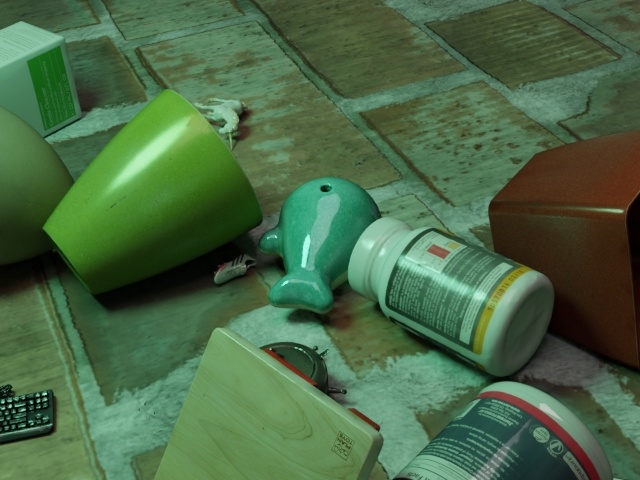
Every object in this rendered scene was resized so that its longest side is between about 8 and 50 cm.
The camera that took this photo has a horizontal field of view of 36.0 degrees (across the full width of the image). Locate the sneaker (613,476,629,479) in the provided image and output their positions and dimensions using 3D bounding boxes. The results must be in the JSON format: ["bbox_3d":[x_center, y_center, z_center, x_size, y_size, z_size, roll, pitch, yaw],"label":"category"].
[{"bbox_3d":[0.398,0.337,1.143,0.208,0.082,0.094,-2,35,22],"label":"sneaker"}]

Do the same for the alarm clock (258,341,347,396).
[{"bbox_3d":[-0.071,0.205,1.380,0.192,0.064,0.129,-20,39,-16],"label":"alarm clock"}]

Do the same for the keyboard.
[{"bbox_3d":[-0.470,0.246,1.393,0.180,0.023,0.108,-10,36,-9],"label":"keyboard"}]

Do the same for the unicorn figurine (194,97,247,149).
[{"bbox_3d":[-0.200,-0.259,2.019,0.111,0.060,0.162,10,39,20],"label":"unicorn figurine"}]

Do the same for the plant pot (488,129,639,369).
[{"bbox_3d":[0.403,-0.006,1.474,0.235,0.267,0.267,8,36,37],"label":"plant pot"}]

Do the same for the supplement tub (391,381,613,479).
[{"bbox_3d":[0.175,0.305,1.092,0.272,0.191,0.191,-39,48,-26],"label":"supplement tub"}]

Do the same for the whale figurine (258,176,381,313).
[{"bbox_3d":[0.000,0.000,1.580,0.216,0.141,0.272,8,39,16],"label":"whale figurine"}]

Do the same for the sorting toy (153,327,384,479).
[{"bbox_3d":[-0.057,0.273,1.153,0.257,0.256,0.089,30,13,34],"label":"sorting toy"}]

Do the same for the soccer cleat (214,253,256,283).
[{"bbox_3d":[-0.142,0.048,1.624,0.035,0.029,0.083,19,37,34],"label":"soccer cleat"}]

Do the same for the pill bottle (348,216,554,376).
[{"bbox_3d":[0.186,0.073,1.447,0.278,0.162,0.162,27,46,35],"label":"pill bottle"}]

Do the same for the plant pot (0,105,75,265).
[{"bbox_3d":[-0.527,-0.073,1.662,0.190,0.284,0.284,21,25,-30],"label":"plant pot"}]

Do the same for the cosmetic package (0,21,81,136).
[{"bbox_3d":[-0.683,-0.274,1.975,0.155,0.197,0.365,24,46,31],"label":"cosmetic package"}]

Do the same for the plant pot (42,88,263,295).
[{"bbox_3d":[-0.294,-0.053,1.610,0.293,0.275,0.274,-37,45,-15],"label":"plant pot"}]
